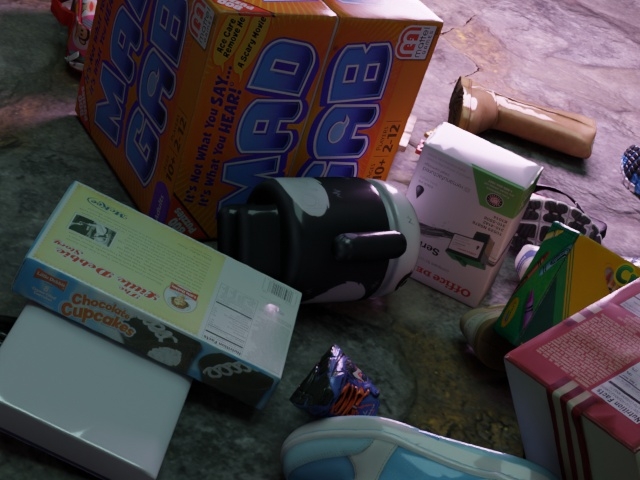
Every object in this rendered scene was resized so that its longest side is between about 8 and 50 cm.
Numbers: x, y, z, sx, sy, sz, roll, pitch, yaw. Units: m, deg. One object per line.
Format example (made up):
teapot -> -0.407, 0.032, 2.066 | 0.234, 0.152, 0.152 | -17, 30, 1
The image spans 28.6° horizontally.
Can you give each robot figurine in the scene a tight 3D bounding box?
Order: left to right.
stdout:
robot figurine -> 0.001, 0.002, 1.689 | 0.278, 0.173, 0.209 | -2, 42, -30

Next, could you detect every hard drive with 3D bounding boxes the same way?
hard drive -> -0.249, 0.133, 1.443 | 0.210, 0.040, 0.318 | 27, 31, -7

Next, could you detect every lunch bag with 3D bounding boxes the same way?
lunch bag -> -0.331, -0.374, 2.143 | 0.258, 0.120, 0.293 | 10, 33, -13

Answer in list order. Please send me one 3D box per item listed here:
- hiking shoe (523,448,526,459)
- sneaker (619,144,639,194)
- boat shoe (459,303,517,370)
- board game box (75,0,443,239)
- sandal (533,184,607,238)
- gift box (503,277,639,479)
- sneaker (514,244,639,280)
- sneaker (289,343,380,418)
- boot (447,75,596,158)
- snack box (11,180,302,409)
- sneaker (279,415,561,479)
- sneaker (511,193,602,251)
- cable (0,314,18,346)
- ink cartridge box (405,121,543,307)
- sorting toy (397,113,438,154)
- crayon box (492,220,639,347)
hiking shoe -> 0.317, 0.234, 1.569 | 0.114, 0.086, 0.227 | 15, 31, 0
sneaker -> 0.614, -0.099, 2.271 | 0.083, 0.071, 0.190 | 4, 42, -34
boat shoe -> 0.340, 0.131, 1.727 | 0.302, 0.109, 0.098 | 4, 15, -16
board game box -> -0.106, -0.251, 1.842 | 0.356, 0.356, 0.356 | -4, 38, -33
sandal -> 0.355, -0.063, 2.080 | 0.254, 0.054, 0.097 | 24, 32, 9
gift box -> 0.384, 0.214, 1.343 | 0.276, 0.258, 0.255 | -23, 31, -14
sneaker -> 0.435, 0.047, 1.898 | 0.296, 0.112, 0.131 | 4, 34, -23
sneaker -> 0.029, 0.175, 1.453 | 0.087, 0.083, 0.221 | 37, 4, 10
boot -> 0.370, -0.208, 2.284 | 0.269, 0.089, 0.236 | 19, 32, -2
snack box -> -0.186, 0.062, 1.502 | 0.322, 0.060, 0.187 | 27, 30, -7
sneaker -> 0.085, 0.307, 1.310 | 0.319, 0.127, 0.208 | 9, 47, 17
sneaker -> 0.317, -0.048, 1.997 | 0.279, 0.107, 0.118 | 22, 22, 1
cable -> -0.452, 0.100, 1.432 | 0.287, 0.072, 0.139 | 14, 20, -31
ink cartridge box -> 0.200, -0.034, 1.801 | 0.160, 0.219, 0.092 | 26, 35, 13
sorting toy -> 0.097, -0.187, 2.146 | 0.274, 0.046, 0.132 | 20, 31, 2
crayon box -> 0.384, 0.112, 1.635 | 0.278, 0.165, 0.081 | 28, 4, -19
